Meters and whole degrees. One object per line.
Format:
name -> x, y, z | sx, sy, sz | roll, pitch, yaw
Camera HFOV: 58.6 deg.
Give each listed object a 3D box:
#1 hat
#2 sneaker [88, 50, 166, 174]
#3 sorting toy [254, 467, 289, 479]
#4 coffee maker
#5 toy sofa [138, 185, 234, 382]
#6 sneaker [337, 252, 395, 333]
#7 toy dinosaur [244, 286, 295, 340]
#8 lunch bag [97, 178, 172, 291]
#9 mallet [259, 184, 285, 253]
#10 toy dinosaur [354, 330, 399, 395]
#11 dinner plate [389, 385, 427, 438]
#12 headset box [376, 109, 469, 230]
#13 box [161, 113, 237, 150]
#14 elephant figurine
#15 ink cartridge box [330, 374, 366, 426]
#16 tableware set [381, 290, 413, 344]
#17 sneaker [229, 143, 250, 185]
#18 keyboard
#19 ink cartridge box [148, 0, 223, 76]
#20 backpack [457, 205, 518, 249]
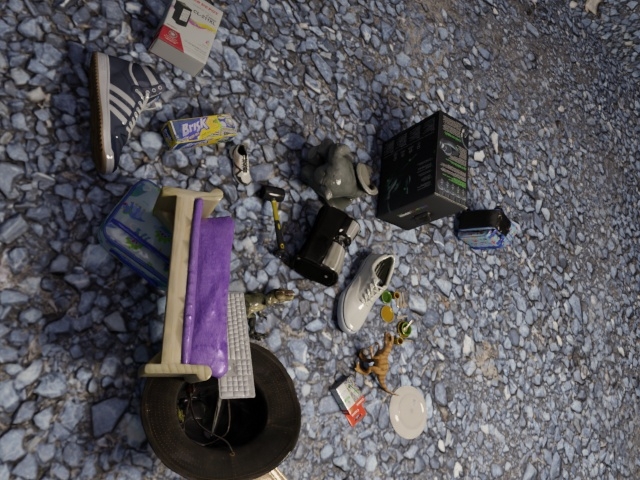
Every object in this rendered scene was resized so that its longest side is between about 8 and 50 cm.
hat -> -0.209, 0.364, 1.169 | 0.331, 0.134, 0.332 | 16, 44, -16
sneaker -> -0.419, -0.275, 1.250 | 0.153, 0.099, 0.283 | 2, 72, -34
sorting toy -> -0.133, 0.595, 1.236 | 0.193, 0.038, 0.208 | -46, 108, -36
coffee maker -> 0.000, 0.000, 1.457 | 0.171, 0.120, 0.178 | 37, 57, -20
toy sofa -> -0.243, 0.088, 1.105 | 0.177, 0.150, 0.363 | 7, 72, -20
sneaker -> 0.124, 0.131, 1.525 | 0.094, 0.091, 0.258 | 38, 57, -21
toy dinosaur -> -0.177, 0.171, 1.315 | 0.268, 0.064, 0.118 | -2, 62, -33
lunch bag -> -0.351, -0.005, 1.226 | 0.219, 0.090, 0.176 | 42, 59, -17
mallet -> -0.102, -0.054, 1.427 | 0.062, 0.039, 0.190 | -1, 63, -36
toy dinosaur -> 0.151, 0.335, 1.487 | 0.064, 0.112, 0.212 | -54, 148, -54
dinner plate -> 0.245, 0.469, 1.558 | 0.141, 0.017, 0.141 | 13, 68, -34
headset box -> 0.295, -0.186, 1.647 | 0.131, 0.246, 0.283 | 20, 64, -29
box -> -0.289, -0.261, 1.368 | 0.168, 0.054, 0.059 | -18, 87, -38
elephant figurine -> 0.078, -0.161, 1.547 | 0.239, 0.169, 0.186 | 29, 82, -40
ink cartridge box -> 0.079, 0.408, 1.447 | 0.062, 0.029, 0.115 | -33, 96, -38
tableware set -> 0.216, 0.217, 1.609 | 0.103, 0.024, 0.154 | 2, 76, -35
sneaker -> -0.197, -0.190, 1.420 | 0.040, 0.043, 0.109 | -16, 87, -40
keyboard -> -0.188, 0.216, 1.213 | 0.072, 0.014, 0.256 | 7, 47, -24
ink cartridge box -> -0.330, -0.517, 1.404 | 0.127, 0.072, 0.175 | 24, 63, -27
backpack -> 0.549, -0.027, 1.851 | 0.173, 0.158, 0.117 | 32, 67, -38
